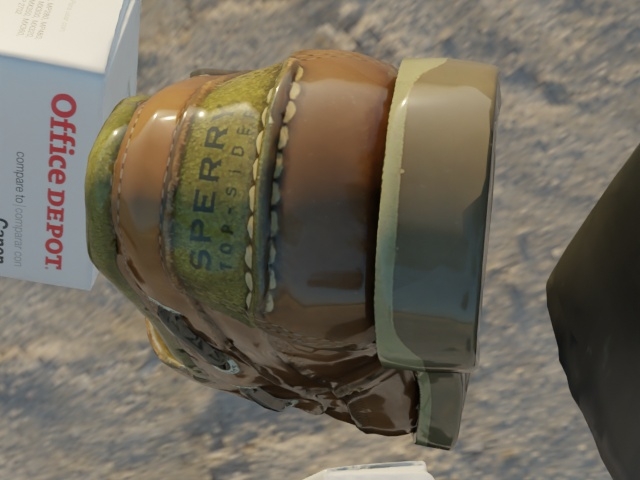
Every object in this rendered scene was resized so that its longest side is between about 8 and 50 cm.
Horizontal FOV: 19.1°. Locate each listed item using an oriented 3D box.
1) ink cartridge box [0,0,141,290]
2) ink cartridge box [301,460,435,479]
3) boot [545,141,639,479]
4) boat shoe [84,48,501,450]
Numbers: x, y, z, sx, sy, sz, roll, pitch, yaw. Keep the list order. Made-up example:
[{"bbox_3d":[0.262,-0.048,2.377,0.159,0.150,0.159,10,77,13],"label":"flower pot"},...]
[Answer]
[{"bbox_3d":[-0.232,-0.079,1.105,0.237,0.172,0.100,9,43,0],"label":"ink cartridge box"},{"bbox_3d":[-0.006,0.239,1.228,0.086,0.203,0.148,2,67,-34],"label":"ink cartridge box"},{"bbox_3d":[0.187,0.036,0.314,0.146,0.445,0.367,1,58,-17],"label":"boot"},{"bbox_3d":[0.000,0.000,0.591,0.104,0.307,0.111,5,78,5],"label":"boat shoe"}]
